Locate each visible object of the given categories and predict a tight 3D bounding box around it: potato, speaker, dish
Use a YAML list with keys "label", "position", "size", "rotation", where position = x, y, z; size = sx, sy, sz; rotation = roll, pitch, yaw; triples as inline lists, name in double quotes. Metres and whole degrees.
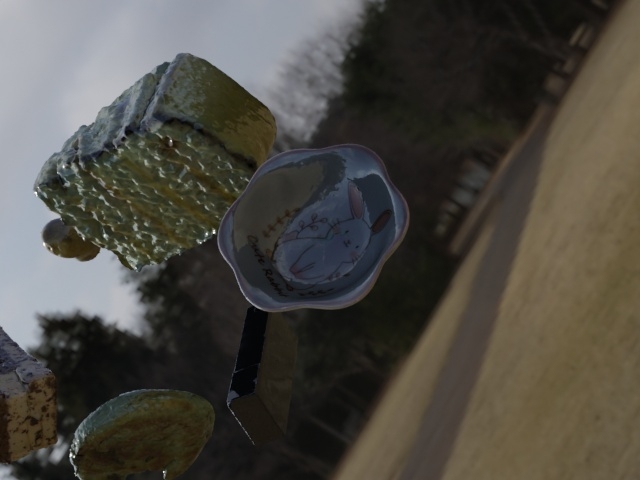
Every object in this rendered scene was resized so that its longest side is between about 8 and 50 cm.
- label: "potato"
  position: [-0.429, -0.004, 2.312]
  size: [0.070, 0.091, 0.138]
  rotation: [-57, -12, 4]
- label: "speaker"
  position: [-0.075, 0.171, 1.773]
  size: [0.044, 0.082, 0.218]
  rotation: [-23, 27, 17]
- label: "dish"
  position: [0.000, 0.000, 1.539]
  size: [0.229, 0.229, 0.081]
  rotation: [-57, -31, -16]

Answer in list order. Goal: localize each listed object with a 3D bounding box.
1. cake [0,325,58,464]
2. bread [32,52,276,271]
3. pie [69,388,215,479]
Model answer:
- label: "cake"
  position: [-0.472, 0.223, 1.937]
  size: [0.112, 0.246, 0.135]
  rotation: [-17, -64, -30]
- label: "bread"
  position: [-0.222, -0.148, 2.054]
  size: [0.395, 0.239, 0.264]
  rotation: [-27, 29, 41]
- label: "pie"
  position: [-0.331, 0.373, 2.498]
  size: [0.302, 0.302, 0.067]
  rotation: [-59, 41, 42]
